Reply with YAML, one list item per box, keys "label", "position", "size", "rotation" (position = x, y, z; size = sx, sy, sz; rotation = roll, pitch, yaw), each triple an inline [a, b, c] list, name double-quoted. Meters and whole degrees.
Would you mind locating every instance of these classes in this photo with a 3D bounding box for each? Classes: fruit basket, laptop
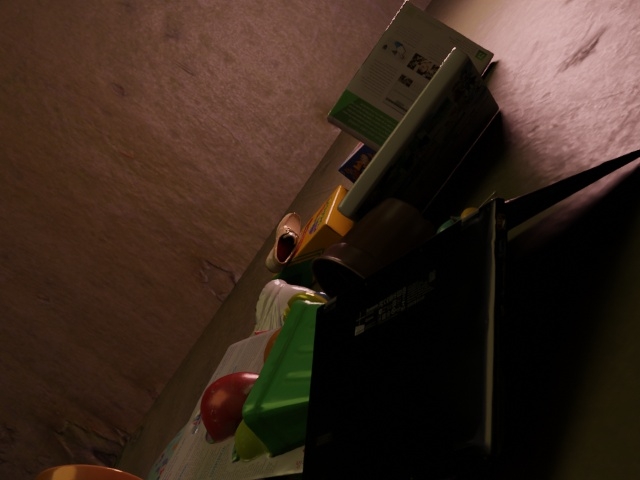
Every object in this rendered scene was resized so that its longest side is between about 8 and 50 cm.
- label: "fruit basket"
  position: [-0.067, 0.236, 1.428]
  size: [0.353, 0.165, 0.327]
  rotation: [-28, 25, 39]
- label: "laptop"
  position: [0.178, 0.103, 1.121]
  size: [0.382, 0.236, 0.407]
  rotation: [-37, 41, 55]

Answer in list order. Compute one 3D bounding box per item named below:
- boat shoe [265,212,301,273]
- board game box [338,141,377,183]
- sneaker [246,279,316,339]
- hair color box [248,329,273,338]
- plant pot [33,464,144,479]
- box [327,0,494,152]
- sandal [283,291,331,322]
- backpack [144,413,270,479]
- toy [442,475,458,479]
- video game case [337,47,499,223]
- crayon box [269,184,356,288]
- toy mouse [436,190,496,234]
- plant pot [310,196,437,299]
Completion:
- label: "boat shoe"
  position: [-0.078, 0.001, 2.365]
  size: [0.059, 0.063, 0.170]
  rotation: [-37, 30, 55]
- label: "board game box"
  position: [0.181, -0.272, 2.348]
  size: [0.233, 0.078, 0.347]
  rotation: [-52, 4, -17]
- label: "sneaker"
  position: [-0.085, 0.216, 1.957]
  size: [0.129, 0.111, 0.297]
  rotation: [2, 67, 34]
- label: "hair color box"
  position: [-0.086, 0.250, 1.702]
  size: [0.053, 0.167, 0.093]
  rotation: [1, -41, -48]
- label: "plant pot"
  position: [-0.491, 0.634, 2.073]
  size: [0.291, 0.291, 0.203]
  rotation: [-46, 29, 43]
- label: "box"
  position: [0.196, -0.334, 2.137]
  size: [0.322, 0.232, 0.058]
  rotation: [-55, -6, -10]
- label: "sandal"
  position: [-0.027, 0.198, 1.789]
  size: [0.138, 0.126, 0.317]
  rotation: [-21, -23, -44]
- label: "backpack"
  position: [-0.184, 0.413, 1.555]
  size: [0.225, 0.191, 0.253]
  rotation: [-52, 15, 23]
- label: "toy"
  position: [0.089, 0.274, 1.031]
  size: [0.237, 0.056, 0.137]
  rotation: [-45, 12, 17]
- label: "video game case"
  position: [0.181, -0.152, 1.723]
  size: [0.329, 0.036, 0.300]
  rotation: [-53, -21, 5]
- label: "crayon box"
  position: [0.000, 0.000, 2.402]
  size: [0.318, 0.081, 0.202]
  rotation: [-48, 11, 31]
- label: "toy mouse"
  position: [0.201, 0.001, 1.534]
  size: [0.143, 0.031, 0.161]
  rotation: [-43, 15, 51]
- label: "plant pot"
  position: [0.099, 0.029, 1.599]
  size: [0.165, 0.167, 0.167]
  rotation: [-49, 6, -23]
